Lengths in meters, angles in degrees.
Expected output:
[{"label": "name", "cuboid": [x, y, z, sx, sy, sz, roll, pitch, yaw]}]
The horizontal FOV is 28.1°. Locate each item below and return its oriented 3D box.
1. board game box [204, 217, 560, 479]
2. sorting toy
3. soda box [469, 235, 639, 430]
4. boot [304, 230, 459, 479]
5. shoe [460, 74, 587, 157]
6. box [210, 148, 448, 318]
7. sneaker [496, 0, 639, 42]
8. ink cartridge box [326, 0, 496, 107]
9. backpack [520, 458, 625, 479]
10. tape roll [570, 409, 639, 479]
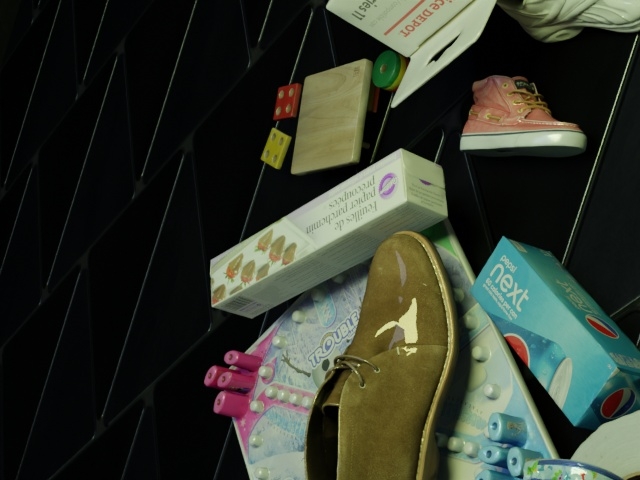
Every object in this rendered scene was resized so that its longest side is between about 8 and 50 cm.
[{"label": "board game box", "cuboid": [0.037, 0.189, 1.367, 0.390, 0.050, 0.390, -46, 46, 29]}, {"label": "sorting toy", "cuboid": [0.021, -0.148, 1.614, 0.274, 0.046, 0.132, -8, 71, 54]}, {"label": "soda box", "cuboid": [0.226, 0.087, 1.198, 0.071, 0.067, 0.210, -60, 35, 21]}, {"label": "boot", "cuboid": [0.056, 0.129, 1.238, 0.112, 0.115, 0.305, -13, 65, 49]}, {"label": "shoe", "cuboid": [0.209, -0.130, 1.314, 0.178, 0.063, 0.081, 6, 86, 61]}, {"label": "box", "cuboid": [0.000, 0.000, 1.393, 0.324, 0.067, 0.063, -30, 54, 42]}, {"label": "sneaker", "cuboid": [0.253, -0.254, 1.253, 0.232, 0.115, 0.090, -12, 67, 54]}, {"label": "ink cartridge box", "cuboid": [0.127, -0.337, 1.349, 0.207, 0.119, 0.353, -34, 30, 60]}, {"label": "backpack", "cuboid": [0.205, 0.221, 1.006, 0.114, 0.105, 0.084, -6, 58, 57]}, {"label": "tape roll", "cuboid": [0.286, 0.250, 1.038, 0.219, 0.072, 0.219, -26, 57, 49]}]
